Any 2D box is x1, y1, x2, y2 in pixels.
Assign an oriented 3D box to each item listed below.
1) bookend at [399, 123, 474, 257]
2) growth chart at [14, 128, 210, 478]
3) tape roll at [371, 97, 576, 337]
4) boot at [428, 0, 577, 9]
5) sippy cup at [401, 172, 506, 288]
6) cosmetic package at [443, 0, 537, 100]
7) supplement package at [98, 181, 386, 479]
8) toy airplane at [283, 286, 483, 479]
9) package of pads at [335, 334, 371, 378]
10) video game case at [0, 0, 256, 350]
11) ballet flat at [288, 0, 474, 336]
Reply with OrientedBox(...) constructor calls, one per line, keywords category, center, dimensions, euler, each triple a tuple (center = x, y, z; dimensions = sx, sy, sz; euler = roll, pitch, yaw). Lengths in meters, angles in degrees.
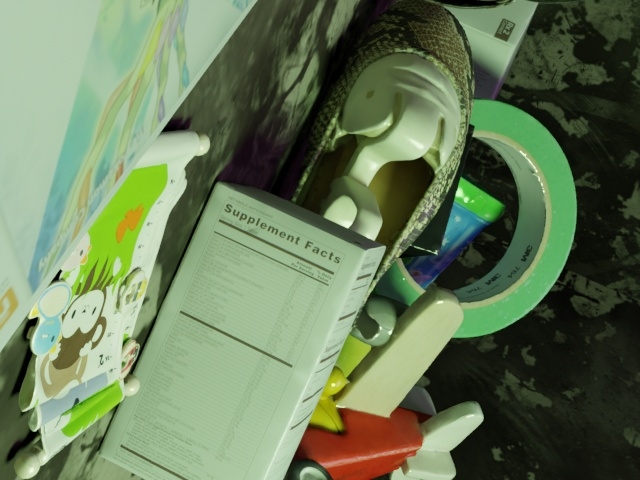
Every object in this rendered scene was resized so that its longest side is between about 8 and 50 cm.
OrientedBox(category="bookend", center=(0.101, -0.063, 1.107), dimensions=(0.157, 0.072, 0.156), euler=(167, -60, -74))
OrientedBox(category="growth chart", center=(-0.132, 0.035, 0.574), dimensions=(0.237, 0.021, 0.172), euler=(-69, 170, 23))
OrientedBox(category="tape roll", center=(0.190, -0.031, 1.253), dimensions=(0.321, 0.321, 0.077), euler=(-65, -159, 1))
OrientedBox(category="boot", center=(0.206, -0.289, 1.014), dimensions=(0.229, 0.263, 0.091), euler=(-65, 158, -63))
OrientedBox(category="sippy cup", center=(0.125, -0.029, 1.417), dimensions=(0.224, 0.305, 0.240), euler=(-56, -151, 9))
OrientedBox(category="cosmetic package", center=(0.223, -0.311, 1.377), dimensions=(0.183, 0.151, 0.151), euler=(101, 15, -62))
OrientedBox(category="supplement package", center=(-0.058, 0.089, 0.783), dimensions=(0.244, 0.139, 0.134), euler=(-65, 171, 5))
OrientedBox(category="toy airplane", center=(0.014, 0.223, 1.199), dimensions=(0.386, 0.272, 0.384), euler=(-31, 152, -6))
OrientedBox(category="package of pads", center=(0.008, 0.271, 1.594), dimensions=(0.229, 0.101, 0.296), euler=(40, 72, -47))
OrientedBox(category="video game case", center=(-0.075, -0.140, 0.351), dimensions=(0.300, 0.036, 0.329), euler=(102, 15, -59))
OrientedBox(category="ballet flat", center=(0.041, -0.037, 0.931), dimensions=(0.482, 0.164, 0.182), euler=(-62, -174, -4))
